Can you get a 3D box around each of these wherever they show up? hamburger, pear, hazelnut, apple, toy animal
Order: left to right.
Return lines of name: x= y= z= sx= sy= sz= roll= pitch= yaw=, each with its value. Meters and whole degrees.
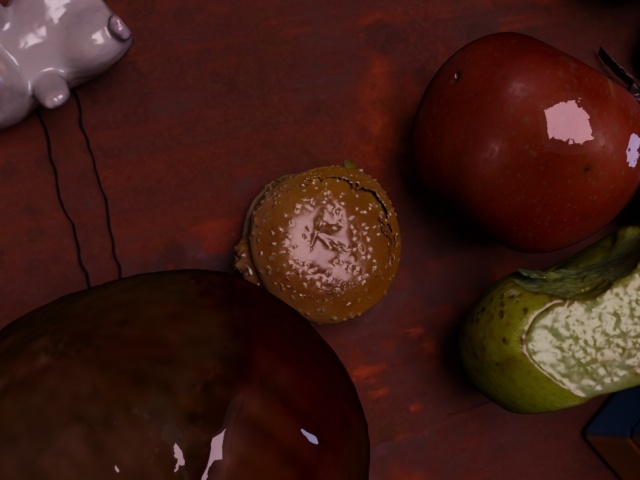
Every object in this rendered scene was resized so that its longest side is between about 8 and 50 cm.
toy animal: x=-0.322 y=-0.175 z=0.853 sx=0.282 sy=0.138 sz=0.140 roll=-41 pitch=98 yaw=-19
hazelnut: x=-0.149 y=0.226 z=0.734 sx=0.421 sy=0.353 sz=0.420 roll=-16 pitch=117 yaw=-33
hamburger: x=-0.006 y=0.006 z=0.932 sx=0.191 sy=0.118 sz=0.181 roll=-10 pitch=80 yaw=-15
apple: x=0.232 y=-0.109 z=0.956 sx=0.260 sy=0.260 sz=0.216 roll=32 pitch=99 yaw=-10
pear: x=0.281 y=0.093 z=0.968 sx=0.255 sy=0.238 sz=0.164 roll=-18 pitch=90 yaw=5

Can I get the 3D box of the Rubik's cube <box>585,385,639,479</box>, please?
Rubik's cube: x=0.554 y=0.232 z=0.972 sx=0.290 sy=0.292 sz=0.291 roll=-42 pitch=95 yaw=-21

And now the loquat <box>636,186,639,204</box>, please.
loquat: x=0.530 y=-0.090 z=1.039 sx=0.275 sy=0.275 sz=0.274 roll=3 pitch=78 yaw=-17

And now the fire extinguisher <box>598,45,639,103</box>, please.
fire extinguisher: x=0.509 y=-0.304 z=1.160 sx=0.147 sy=0.106 sz=0.337 roll=36 pitch=79 yaw=18
